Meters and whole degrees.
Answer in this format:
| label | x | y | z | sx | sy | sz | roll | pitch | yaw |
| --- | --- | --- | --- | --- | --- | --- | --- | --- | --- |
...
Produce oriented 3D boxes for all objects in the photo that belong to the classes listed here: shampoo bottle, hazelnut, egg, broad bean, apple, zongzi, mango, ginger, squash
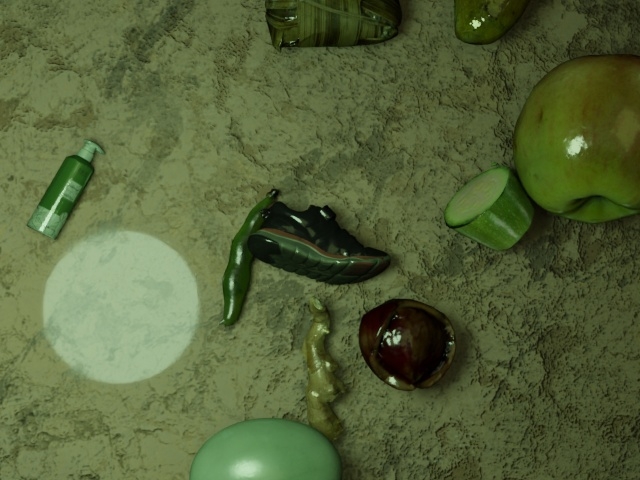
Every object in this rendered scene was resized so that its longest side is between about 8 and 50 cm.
| label | x | y | z | sx | sy | sz | roll | pitch | yaw |
| --- | --- | --- | --- | --- | --- | --- | --- | --- | --- |
| shampoo bottle | -0.492 | -0.103 | 1.497 | 0.065 | 0.065 | 0.205 | 27 | 80 | -4 |
| hazelnut | 0.170 | 0.195 | 1.495 | 0.201 | 0.160 | 0.170 | 9 | 108 | -11 |
| egg | -0.098 | 0.429 | 1.410 | 0.282 | 0.203 | 0.203 | -1 | 83 | -14 |
| broad bean | -0.153 | 0.027 | 1.535 | 0.060 | 0.043 | 0.298 | 20 | 79 | -15 |
| apple | 0.555 | -0.191 | 1.512 | 0.338 | 0.338 | 0.305 | 23 | 72 | -4 |
| zongzi | 0.035 | -0.527 | 1.527 | 0.285 | 0.288 | 0.134 | -6 | 40 | -13 |
| mango | 0.365 | -0.569 | 1.615 | 0.175 | 0.176 | 0.330 | 26 | 60 | -41 |
| ginger | 0.006 | 0.253 | 1.514 | 0.089 | 0.075 | 0.288 | -2 | 87 | 15 |
| squash | 0.351 | -0.063 | 1.565 | 0.122 | 0.170 | 0.170 | 37 | 79 | -15 |

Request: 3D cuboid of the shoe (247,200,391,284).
| label | x | y | z | sx | sy | sz | roll | pitch | yaw |
| --- | --- | --- | --- | --- | --- | --- | --- | --- | --- |
| shoe | 0.000 | 0.000 | 1.535 | 0.290 | 0.114 | 0.137 | 17 | 60 | -16 |
